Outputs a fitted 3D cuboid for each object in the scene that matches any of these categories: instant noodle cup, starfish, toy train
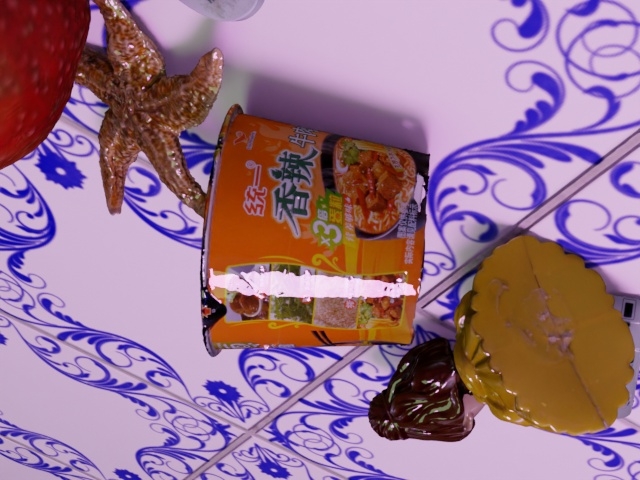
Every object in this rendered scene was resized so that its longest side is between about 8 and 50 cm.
[{"bbox_3d":[0.000,0.000,0.869,0.182,0.230,0.230,6,144,2],"label":"instant noodle cup"},{"bbox_3d":[-0.167,-0.122,0.877,0.277,0.062,0.236,47,136,3],"label":"starfish"},{"bbox_3d":[0.319,0.134,1.028,0.043,0.047,0.207,8,142,18],"label":"toy train"}]

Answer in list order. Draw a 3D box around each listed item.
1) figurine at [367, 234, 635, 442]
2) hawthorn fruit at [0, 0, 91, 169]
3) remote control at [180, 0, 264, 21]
[{"bbox_3d":[0.172,0.140,1.035,0.187,0.168,0.315,45,152,2],"label":"figurine"},{"bbox_3d":[-0.330,-0.138,0.713,0.285,0.369,0.285,2,130,3],"label":"hawthorn fruit"},{"bbox_3d":[-0.139,-0.264,0.720,0.256,0.045,0.097,42,138,-24],"label":"remote control"}]
